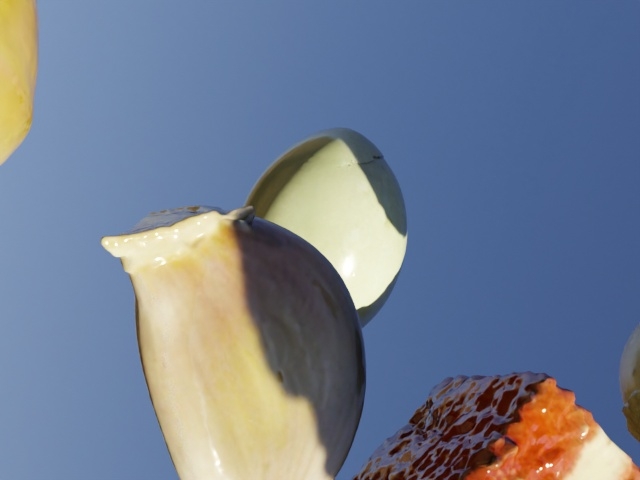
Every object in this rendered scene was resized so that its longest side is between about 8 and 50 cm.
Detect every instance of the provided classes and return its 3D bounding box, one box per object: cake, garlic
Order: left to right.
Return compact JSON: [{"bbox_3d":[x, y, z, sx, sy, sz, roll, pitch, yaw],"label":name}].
[{"bbox_3d":[-0.036,0.105,0.662,0.128,0.148,0.267,169,-94,-72],"label":"garlic"},{"bbox_3d":[0.194,0.334,1.132,0.319,0.269,0.270,47,-20,-10],"label":"cake"}]

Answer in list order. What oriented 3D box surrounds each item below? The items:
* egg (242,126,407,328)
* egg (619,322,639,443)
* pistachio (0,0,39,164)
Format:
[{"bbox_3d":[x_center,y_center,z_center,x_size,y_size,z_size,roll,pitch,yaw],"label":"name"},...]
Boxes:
[{"bbox_3d":[0.000,0.000,1.192,0.186,0.186,0.253,30,-67,54],"label":"egg"},{"bbox_3d":[0.332,0.122,0.917,0.201,0.164,0.164,-141,-123,-83],"label":"egg"},{"bbox_3d":[-0.214,-0.127,0.579,0.165,0.130,0.210,-69,166,-64],"label":"pistachio"}]
